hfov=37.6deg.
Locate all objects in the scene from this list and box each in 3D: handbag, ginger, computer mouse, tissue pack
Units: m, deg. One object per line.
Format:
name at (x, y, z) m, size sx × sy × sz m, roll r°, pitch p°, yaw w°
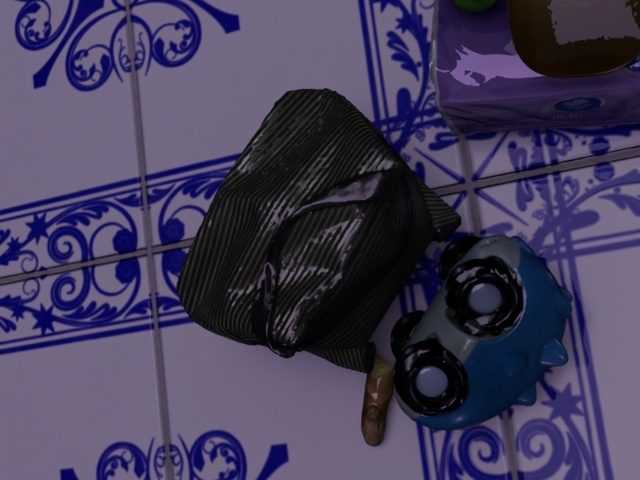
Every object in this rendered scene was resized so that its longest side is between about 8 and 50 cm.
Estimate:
handbag at (0.000, 0.000, 1.179) m, size 0.240 × 0.247 × 0.340 m, roll 32°, pitch 92°, yaw 36°
ginger at (0.076, 0.204, 1.243) m, size 0.057 × 0.044 × 0.137 m, roll 171°, pitch 108°, yaw -66°
computer mouse at (0.292, -0.332, 1.054) m, size 0.158 × 0.072 × 0.310 m, roll 0°, pitch 75°, yaw 21°
tissue pack at (0.310, -0.269, 1.156) m, size 0.338 × 0.160 × 0.242 m, roll -2°, pitch 78°, yaw 21°

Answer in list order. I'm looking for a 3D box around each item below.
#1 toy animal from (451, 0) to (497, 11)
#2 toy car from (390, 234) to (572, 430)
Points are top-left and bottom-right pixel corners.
toy animal at (0.178, -0.374, 1.100) m, size 0.100 × 0.103 × 0.208 m, roll 8°, pitch 69°, yaw 17°
toy car at (0.201, 0.122, 1.140) m, size 0.190 × 0.188 × 0.255 m, roll 32°, pitch 100°, yaw -4°
